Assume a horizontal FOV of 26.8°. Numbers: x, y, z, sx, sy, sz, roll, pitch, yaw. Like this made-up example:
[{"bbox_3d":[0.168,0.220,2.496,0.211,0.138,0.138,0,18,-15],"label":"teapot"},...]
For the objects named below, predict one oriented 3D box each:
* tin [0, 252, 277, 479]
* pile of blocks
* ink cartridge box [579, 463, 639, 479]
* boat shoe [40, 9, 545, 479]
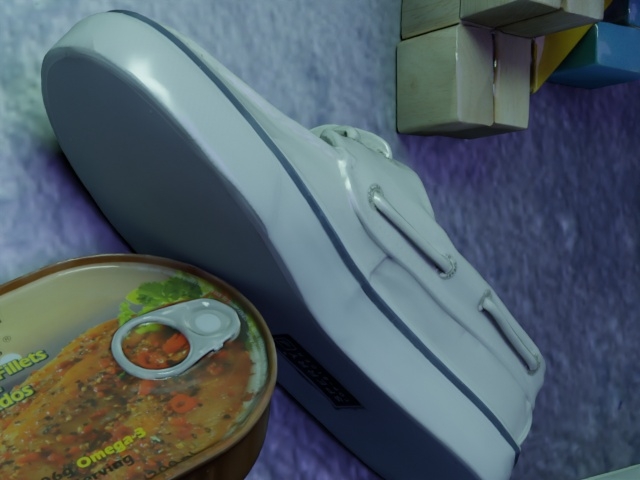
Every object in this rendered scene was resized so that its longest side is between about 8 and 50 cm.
[{"bbox_3d":[-0.101,0.065,0.430,0.190,0.106,0.040,-25,143,-31],"label":"tin"},{"bbox_3d":[0.176,-0.168,0.620,0.149,0.112,0.362,47,64,-22],"label":"pile of blocks"},{"bbox_3d":[0.225,0.239,0.572,0.117,0.201,0.278,-7,91,-33],"label":"ink cartridge box"},{"bbox_3d":[0.000,0.000,0.514,0.258,0.095,0.084,51,58,-32],"label":"boat shoe"}]
